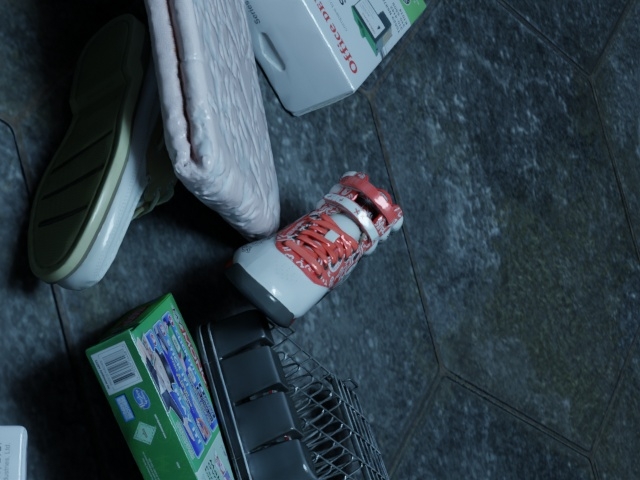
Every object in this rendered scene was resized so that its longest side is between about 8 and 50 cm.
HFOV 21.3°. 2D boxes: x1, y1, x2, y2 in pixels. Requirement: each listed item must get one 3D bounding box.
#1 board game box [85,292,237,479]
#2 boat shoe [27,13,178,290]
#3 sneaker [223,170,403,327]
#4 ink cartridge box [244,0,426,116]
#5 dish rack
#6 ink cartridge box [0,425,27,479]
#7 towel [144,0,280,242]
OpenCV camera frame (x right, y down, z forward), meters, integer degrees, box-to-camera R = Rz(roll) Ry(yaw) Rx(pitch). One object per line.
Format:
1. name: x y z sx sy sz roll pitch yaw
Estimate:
1. board game box: -0.101 0.212 1.497 0.213 0.046 0.317 -62 128 -83
2. boat shoe: -0.178 -0.070 1.544 0.103 0.113 0.302 41 43 -34
3. sneaker: -0.001 -0.001 1.652 0.090 0.145 0.270 45 10 6
4. ink cartridge box: 0.009 -0.262 1.889 0.160 0.092 0.219 58 38 -18
5. dish rack: -0.008 0.193 1.649 0.271 0.074 0.208 43 24 -54
6. ink cartridge box: -0.355 0.216 1.140 0.311 0.065 0.186 3 69 -11
7. towel: -0.109 -0.172 1.616 0.332 0.053 0.317 44 35 -76
